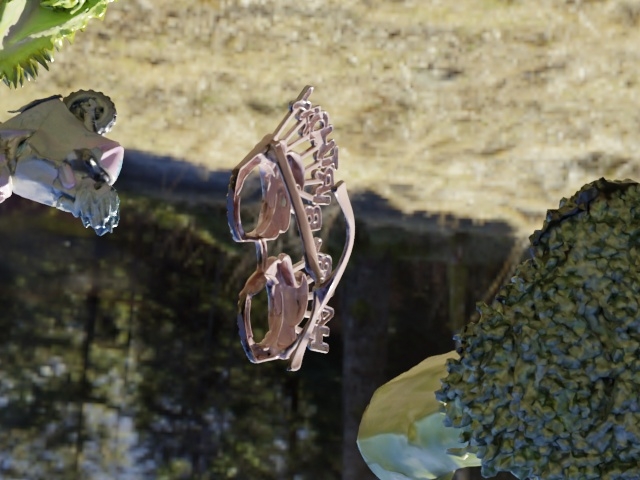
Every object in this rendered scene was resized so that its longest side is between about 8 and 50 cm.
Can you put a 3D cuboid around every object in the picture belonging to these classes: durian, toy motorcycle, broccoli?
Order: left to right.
[{"bbox_3d":[-0.285,-0.305,1.218,0.158,0.355,0.169,31,-177,1],"label":"durian"},{"bbox_3d":[-0.337,-0.080,1.483,0.239,0.204,0.108,-33,162,-10],"label":"toy motorcycle"},{"bbox_3d":[0.131,0.103,0.719,0.221,0.252,0.361,38,130,-12],"label":"broccoli"}]

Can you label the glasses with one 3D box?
[{"bbox_3d":[-0.003,-0.003,1.019,0.095,0.255,0.162,8,-160,20],"label":"glasses"}]
